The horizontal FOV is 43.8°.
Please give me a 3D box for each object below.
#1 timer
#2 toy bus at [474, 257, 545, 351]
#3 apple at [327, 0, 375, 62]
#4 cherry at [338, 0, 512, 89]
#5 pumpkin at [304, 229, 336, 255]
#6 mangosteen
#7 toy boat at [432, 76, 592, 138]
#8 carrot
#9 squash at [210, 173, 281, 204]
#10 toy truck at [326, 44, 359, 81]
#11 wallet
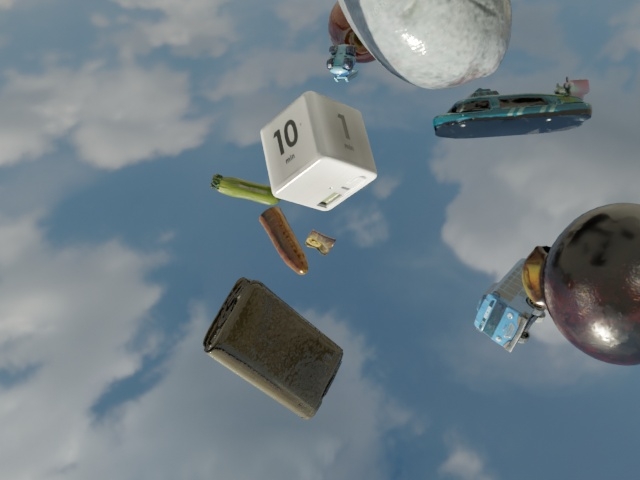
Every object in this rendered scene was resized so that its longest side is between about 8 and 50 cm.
[{"bbox_3d":[-0.006,-0.210,1.911,0.194,0.192,0.195,13,-126,-43],"label":"timer"},{"bbox_3d":[0.454,0.144,1.843,0.133,0.116,0.234,32,-144,20],"label":"toy bus"},{"bbox_3d":[0.104,-0.542,2.036,0.181,0.181,0.168,-2,-139,3],"label":"apple"},{"bbox_3d":[0.140,-0.344,1.076,0.218,0.296,0.255,-26,-178,24],"label":"cherry"},{"bbox_3d":[0.002,0.000,2.089,0.073,0.101,0.035,29,-118,-6],"label":"pumpkin"},{"bbox_3d":[0.552,0.084,1.514,0.307,0.307,0.347,-20,-172,-20],"label":"mangosteen"},{"bbox_3d":[0.365,-0.260,1.546,0.299,0.092,0.134,-3,176,-2],"label":"toy boat"},{"bbox_3d":[-0.062,0.006,1.425,0.048,0.048,0.139,-21,-114,-21],"label":"carrot"},{"bbox_3d":[-0.184,-0.125,1.984,0.183,0.052,0.052,12,-146,-13],"label":"squash"},{"bbox_3d":[0.053,-0.370,1.696,0.056,0.090,0.073,6,-112,21],"label":"toy truck"},{"bbox_3d":[-0.054,0.138,1.005,0.031,0.198,0.110,6,-119,48],"label":"wallet"}]
